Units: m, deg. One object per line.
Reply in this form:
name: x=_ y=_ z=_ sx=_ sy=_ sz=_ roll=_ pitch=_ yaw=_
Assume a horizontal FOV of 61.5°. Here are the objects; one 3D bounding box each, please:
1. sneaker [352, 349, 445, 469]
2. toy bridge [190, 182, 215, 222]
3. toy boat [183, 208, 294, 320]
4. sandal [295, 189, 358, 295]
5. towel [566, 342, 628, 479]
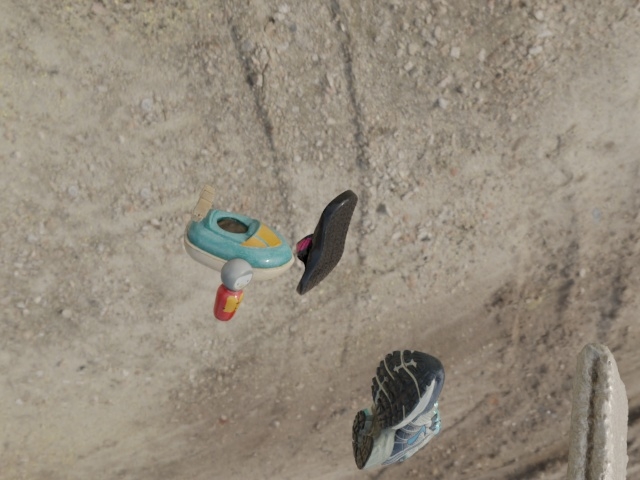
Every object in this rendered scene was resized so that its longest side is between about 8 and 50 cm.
sneaker: x=0.144 y=0.270 z=0.872 sx=0.122 sy=0.110 sz=0.283 roll=4 pitch=135 yaw=-18
toy bridge: x=-0.237 y=-0.069 z=1.077 sx=0.026 sy=0.188 sz=0.063 roll=28 pitch=99 yaw=-15
toy boat: x=-0.184 y=0.033 z=1.222 sx=0.267 sy=0.318 sz=0.148 roll=16 pitch=122 yaw=-12
sandal: x=0.000 y=0.000 z=0.640 sx=0.067 sy=0.040 sz=0.179 roll=-36 pitch=156 yaw=-37
towel: x=0.298 y=0.266 z=0.577 sx=0.049 sy=0.282 sz=0.187 roll=2 pitch=156 yaw=33
